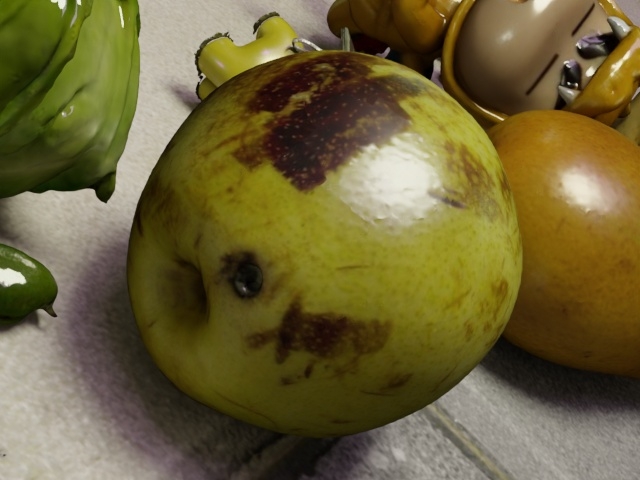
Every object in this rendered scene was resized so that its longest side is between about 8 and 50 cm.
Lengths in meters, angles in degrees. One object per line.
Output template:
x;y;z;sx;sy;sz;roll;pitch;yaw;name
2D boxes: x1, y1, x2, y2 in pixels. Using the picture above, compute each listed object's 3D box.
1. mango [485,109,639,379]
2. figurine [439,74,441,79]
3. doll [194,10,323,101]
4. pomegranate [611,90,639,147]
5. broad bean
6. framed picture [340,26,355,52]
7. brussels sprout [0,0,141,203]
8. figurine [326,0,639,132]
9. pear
0.273;0.017;1.131;0.378;0.221;0.264;31;22;-34;mango
0.199;-0.257;1.566;0.176;0.121;0.122;31;55;12;figurine
-0.028;-0.103;1.048;0.135;0.143;0.221;-22;55;-24;doll
0.496;-0.065;1.427;0.319;0.319;0.319;28;31;-19;pomegranate
-0.274;0.012;0.682;0.256;0.052;0.053;13;-3;-34;broad bean
0.054;-0.061;1.044;0.173;0.010;0.231;-89;162;-55;framed picture
-0.242;-0.136;0.728;0.294;0.227;0.259;23;-7;30;brussels sprout
0.179;-0.237;1.299;0.387;0.268;0.401;34;24;10;figurine
0.000;0.000;0.792;0.284;0.283;0.283;28;31;-19;pear
